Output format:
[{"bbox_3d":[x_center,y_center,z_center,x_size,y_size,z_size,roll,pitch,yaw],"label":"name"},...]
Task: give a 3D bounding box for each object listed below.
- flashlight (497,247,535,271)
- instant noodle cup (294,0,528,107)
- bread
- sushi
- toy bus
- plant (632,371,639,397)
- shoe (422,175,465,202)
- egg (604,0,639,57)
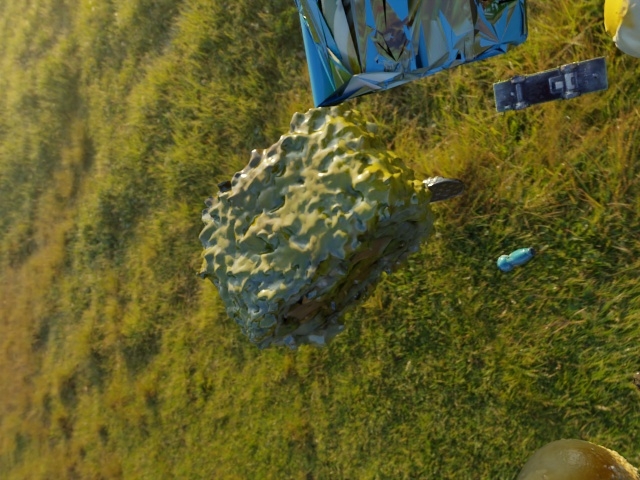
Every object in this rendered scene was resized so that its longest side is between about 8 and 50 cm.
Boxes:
[{"bbox_3d":[0.580,0.056,1.403,0.129,0.051,0.051,-39,64,59],"label":"flashlight"},{"bbox_3d":[0.074,-0.237,0.423,0.240,0.240,0.178,-4,113,41],"label":"instant noodle cup"},{"bbox_3d":[0.343,0.410,0.633,0.171,0.192,0.314,-15,44,51],"label":"bread"},{"bbox_3d":[0.000,0.000,0.803,0.396,0.351,0.240,-44,67,10],"label":"sushi"},{"bbox_3d":[0.689,-0.463,1.422,0.301,0.139,0.113,-4,105,35],"label":"toy bus"},{"bbox_3d":[0.399,0.132,0.489,0.174,0.087,0.085,-40,44,-11],"label":"plant"},{"bbox_3d":[0.270,-0.131,1.191,0.179,0.071,0.049,-16,53,28],"label":"shoe"},{"bbox_3d":[0.868,-0.601,1.165,0.283,0.345,0.283,26,135,29],"label":"egg"}]
